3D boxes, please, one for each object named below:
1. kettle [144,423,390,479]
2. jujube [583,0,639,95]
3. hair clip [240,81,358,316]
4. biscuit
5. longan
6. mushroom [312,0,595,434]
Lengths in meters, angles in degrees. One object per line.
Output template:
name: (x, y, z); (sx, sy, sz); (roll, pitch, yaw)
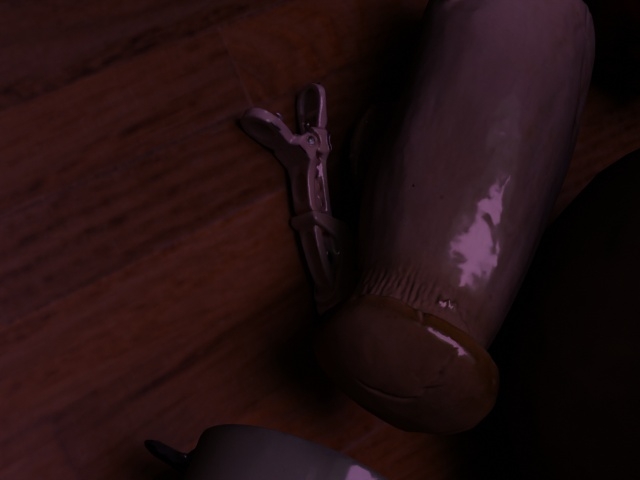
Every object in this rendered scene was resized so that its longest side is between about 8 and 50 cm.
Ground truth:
kettle: (-0.075, 0.248, 0.938); (0.240, 0.165, 0.255); (25, 66, 1)
jujube: (0.336, -0.307, 1.321); (0.276, 0.276, 0.376); (32, 74, -28)
hair clip: (0.000, 0.000, 1.116); (0.072, 0.034, 0.225); (-14, 89, -39)
biscuit: (0.062, -0.049, 1.179); (0.120, 0.015, 0.120); (16, 68, -44)
longan: (0.316, 0.088, 1.109); (0.336, 0.405, 0.404); (52, 53, -26)
mushroom: (0.108, -0.057, 1.114); (0.138, 0.154, 0.407); (14, 53, 9)
